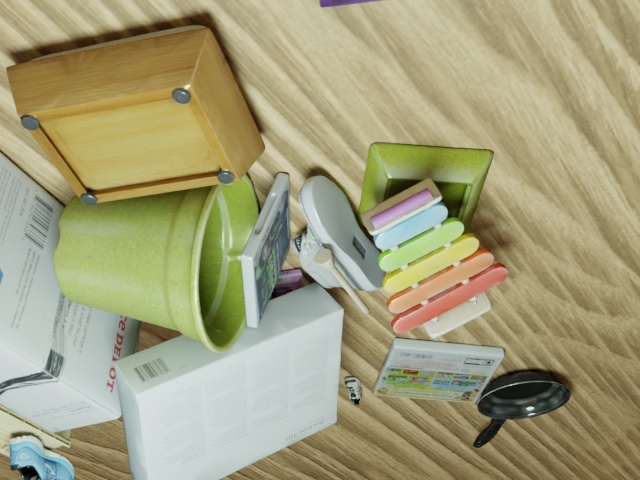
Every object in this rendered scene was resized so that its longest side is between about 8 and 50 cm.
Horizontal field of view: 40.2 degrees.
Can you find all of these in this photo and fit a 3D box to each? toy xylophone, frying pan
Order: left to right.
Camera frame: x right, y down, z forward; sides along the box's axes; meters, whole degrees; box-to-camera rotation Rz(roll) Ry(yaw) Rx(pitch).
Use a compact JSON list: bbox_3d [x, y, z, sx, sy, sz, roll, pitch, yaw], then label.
[{"bbox_3d":[0.140,0.040,1.353,0.236,0.081,0.322,-34,136,11],"label":"toy xylophone"},{"bbox_3d":[0.434,0.365,1.901,0.197,0.053,0.326,-6,147,3],"label":"frying pan"}]

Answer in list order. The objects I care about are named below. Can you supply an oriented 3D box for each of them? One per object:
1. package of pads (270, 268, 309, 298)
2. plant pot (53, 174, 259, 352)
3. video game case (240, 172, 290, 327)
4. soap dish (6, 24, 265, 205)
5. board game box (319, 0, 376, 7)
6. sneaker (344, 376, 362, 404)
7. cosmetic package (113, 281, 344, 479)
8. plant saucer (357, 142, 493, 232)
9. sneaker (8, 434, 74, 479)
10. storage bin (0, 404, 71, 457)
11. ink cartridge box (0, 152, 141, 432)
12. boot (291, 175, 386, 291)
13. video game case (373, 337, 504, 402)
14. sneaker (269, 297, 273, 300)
[{"bbox_3d":[-0.066,0.079,1.565,0.083,0.032,0.050,-10,142,16],"label":"package of pads"},{"bbox_3d":[-0.254,0.019,1.340,0.254,0.276,0.276,6,143,14],"label":"plant pot"},{"bbox_3d":[-0.083,0.018,1.374,0.022,0.173,0.190,15,143,9],"label":"video game case"},{"bbox_3d":[-0.248,-0.161,1.193,0.291,0.118,0.229,-8,141,13],"label":"soap dish"},{"bbox_3d":[0.154,-0.373,0.968,0.347,0.056,0.208,-4,146,7],"label":"board game box"},{"bbox_3d":[0.073,0.323,1.871,0.032,0.037,0.083,-10,139,17],"label":"sneaker"},{"bbox_3d":[-0.143,0.261,1.475,0.377,0.097,0.284,-20,130,-27],"label":"cosmetic package"},{"bbox_3d":[0.160,-0.066,1.361,0.188,0.045,0.188,3,142,-3],"label":"plant saucer"},{"bbox_3d":[-0.499,0.409,1.545,0.063,0.073,0.162,-17,138,17],"label":"sneaker"},{"bbox_3d":[-0.562,0.225,1.582,0.123,0.262,0.260,-21,137,25],"label":"storage bin"},{"bbox_3d":[-0.472,0.093,1.389,0.166,0.285,0.395,-16,139,23],"label":"ink cartridge box"},{"bbox_3d":[0.000,0.000,1.410,0.123,0.095,0.258,-5,137,31],"label":"boot"},{"bbox_3d":[0.240,0.272,1.811,0.227,0.026,0.206,6,142,-7],"label":"video game case"},{"bbox_3d":[-0.116,0.227,1.648,0.116,0.136,0.314,14,148,21],"label":"sneaker"}]
